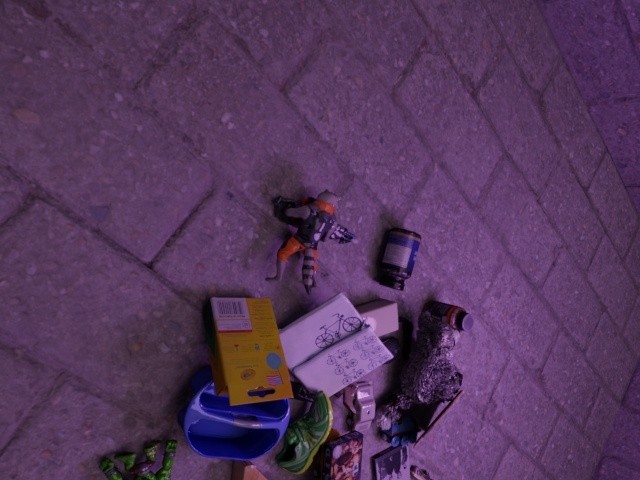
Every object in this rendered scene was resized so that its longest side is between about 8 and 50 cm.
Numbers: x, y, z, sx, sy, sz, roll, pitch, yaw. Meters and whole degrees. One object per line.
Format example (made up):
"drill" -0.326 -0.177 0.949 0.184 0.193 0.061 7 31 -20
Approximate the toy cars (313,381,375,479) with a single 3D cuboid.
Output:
"toy cars" 0.102 0.708 1.703 0.176 0.087 0.394 48 69 -28

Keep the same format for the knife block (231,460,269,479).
"knife block" -0.249 0.854 1.479 0.242 0.088 0.276 -44 117 -23

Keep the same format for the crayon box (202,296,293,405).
"crayon box" -0.214 0.321 1.351 0.202 0.081 0.319 6 51 -34

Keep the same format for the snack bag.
"snack bag" 0.032 0.360 1.560 0.323 0.037 0.343 -32 115 7

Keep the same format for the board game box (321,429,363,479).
"board game box" 0.074 0.794 1.596 0.165 0.042 0.244 2 92 -46

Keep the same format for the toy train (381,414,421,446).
"toy train" 0.320 0.752 1.859 0.184 0.080 0.105 9 89 -34

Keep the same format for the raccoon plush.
"raccoon plush" 0.363 0.493 1.751 0.446 0.216 0.299 -42 127 -24

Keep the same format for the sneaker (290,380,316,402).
"sneaker" -0.095 0.482 1.542 0.170 0.089 0.051 52 41 -30

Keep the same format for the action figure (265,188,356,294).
"action figure" 0.000 0.000 1.519 0.341 0.178 0.331 15 95 -32

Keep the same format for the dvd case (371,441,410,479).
"dvd case" 0.289 0.952 1.889 0.179 0.029 0.239 -11 101 -33

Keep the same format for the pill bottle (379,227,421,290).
"pill bottle" 0.292 0.071 1.750 0.122 0.122 0.220 19 84 -34

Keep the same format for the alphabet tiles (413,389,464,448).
"alphabet tiles" 0.468 0.701 1.846 0.285 0.011 0.342 -48 158 -4

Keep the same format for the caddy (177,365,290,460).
"caddy" -0.252 0.514 1.391 0.341 0.179 0.242 23 83 -34

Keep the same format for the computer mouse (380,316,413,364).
"computer mouse" 0.272 0.390 1.804 0.261 0.060 0.184 3 94 -35

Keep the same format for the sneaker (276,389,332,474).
"sneaker" -0.053 0.644 1.566 0.123 0.109 0.296 25 90 -28

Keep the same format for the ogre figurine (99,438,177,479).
"ogre figurine" -0.494 0.634 1.291 0.197 0.096 0.118 -6 86 -45

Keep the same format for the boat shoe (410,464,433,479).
"boat shoe" 0.439 0.996 1.978 0.152 0.056 0.049 39 79 -30

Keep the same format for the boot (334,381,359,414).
"boot" 0.109 0.556 1.693 0.118 0.042 0.087 45 62 8

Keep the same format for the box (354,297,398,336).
"box" 0.151 0.297 1.693 0.274 0.094 0.113 -9 100 -33

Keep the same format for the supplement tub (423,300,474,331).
"supplement tub" 0.514 0.308 1.876 0.105 0.197 0.106 -3 96 -33
